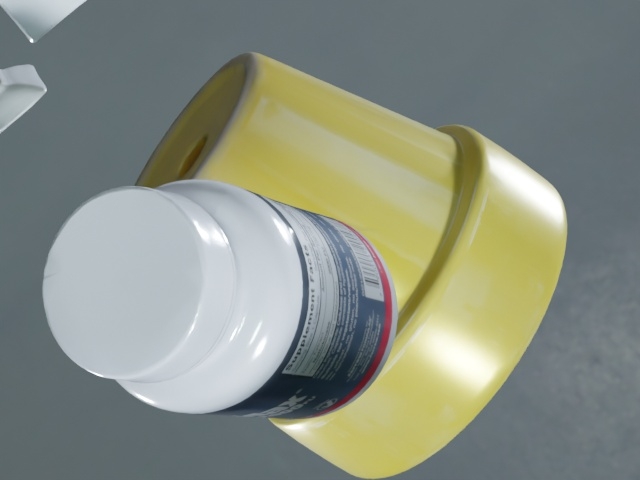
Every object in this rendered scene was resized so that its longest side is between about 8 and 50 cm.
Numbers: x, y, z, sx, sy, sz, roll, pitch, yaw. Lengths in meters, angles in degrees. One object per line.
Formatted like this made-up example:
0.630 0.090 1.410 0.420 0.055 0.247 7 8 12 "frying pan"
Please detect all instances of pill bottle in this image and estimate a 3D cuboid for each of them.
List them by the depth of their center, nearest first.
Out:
-0.045 0.028 0.701 0.108 0.108 0.180 -47 156 13 "pill bottle"

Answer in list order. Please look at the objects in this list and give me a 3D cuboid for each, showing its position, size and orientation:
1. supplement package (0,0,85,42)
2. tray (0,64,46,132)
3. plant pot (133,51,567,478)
-0.160 -0.201 0.801 0.105 0.105 0.179 -38 -146 1 "supplement package"
-0.364 -0.069 1.356 0.270 0.030 0.145 -40 -159 -2 "tray"
0.000 0.000 1.053 0.254 0.239 0.254 -48 -161 23 "plant pot"
